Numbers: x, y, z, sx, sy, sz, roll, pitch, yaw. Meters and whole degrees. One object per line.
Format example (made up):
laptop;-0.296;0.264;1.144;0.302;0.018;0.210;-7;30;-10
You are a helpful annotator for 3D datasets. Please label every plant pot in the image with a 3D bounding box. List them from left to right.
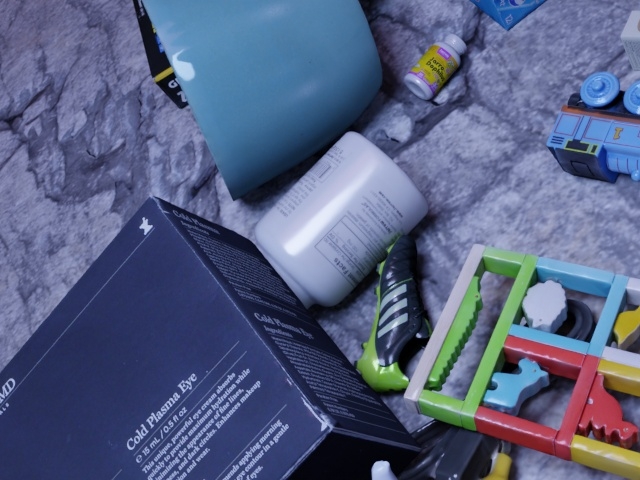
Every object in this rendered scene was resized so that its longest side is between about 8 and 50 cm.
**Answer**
plant pot;-0.064;-0.230;1.303;0.235;0.293;0.293;-25;45;-4

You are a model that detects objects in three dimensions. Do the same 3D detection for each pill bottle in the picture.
pill bottle;0.000;0.000;1.179;0.229;0.131;0.131;-45;45;-3
pill bottle;0.146;-0.219;1.313;0.083;0.043;0.043;-50;46;-9

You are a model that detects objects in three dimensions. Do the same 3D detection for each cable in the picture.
cable;0.163;0.177;1.011;0.139;0.072;0.287;7;49;47

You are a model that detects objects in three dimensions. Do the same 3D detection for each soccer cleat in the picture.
soccer cleat;0.090;0.078;1.120;0.072;0.060;0.179;4;66;24

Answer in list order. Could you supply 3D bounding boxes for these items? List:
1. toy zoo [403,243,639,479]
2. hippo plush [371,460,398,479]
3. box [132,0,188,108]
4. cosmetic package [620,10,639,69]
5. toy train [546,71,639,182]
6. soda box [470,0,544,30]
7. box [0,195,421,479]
toy zoo;0.247;0.111;0.959;0.293;0.030;0.192;14;57;26
hippo plush;0.160;0.332;0.811;0.236;0.234;0.294;-4;66;-6
box;-0.159;-0.381;1.615;0.257;0.079;0.322;-31;46;12
cosmetic package;0.393;-0.216;1.138;0.115;0.060;0.041;12;64;37
toy train;0.332;-0.110;1.089;0.184;0.080;0.105;16;76;38
soda box;0.202;-0.362;1.365;0.067;0.071;0.210;-37;45;3
box;-0.142;0.196;1.007;0.343;0.179;0.312;-47;57;10
